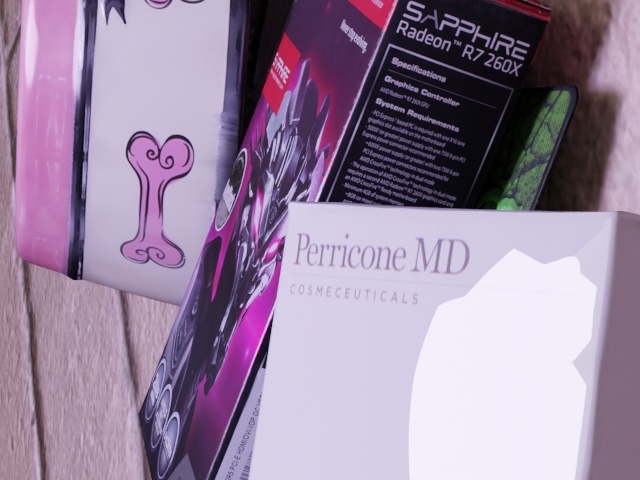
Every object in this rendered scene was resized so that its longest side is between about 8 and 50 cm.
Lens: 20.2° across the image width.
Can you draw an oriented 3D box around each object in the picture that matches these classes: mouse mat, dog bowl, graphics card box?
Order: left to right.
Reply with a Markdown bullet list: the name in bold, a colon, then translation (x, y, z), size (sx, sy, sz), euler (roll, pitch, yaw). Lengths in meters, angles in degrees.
- **dog bowl**: translation (-0.144, -0.151, 1.335), size (0.408, 0.150, 0.407), euler (-178, 90, -82)
- **graphics card box**: translation (0.000, 0.000, 1.071), size (0.233, 0.094, 0.370), euler (-120, 48, -69)
- **mouse mat**: translation (0.082, -0.015, 1.007), size (0.152, 0.007, 0.190), euler (-69, 15, -3)

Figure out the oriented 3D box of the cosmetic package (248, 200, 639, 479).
- **cosmetic package**: translation (0.075, 0.181, 0.768), size (0.217, 0.156, 0.384), euler (0, 82, 52)

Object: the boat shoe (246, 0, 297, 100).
- **boat shoe**: translation (0.007, -0.234, 1.210), size (0.108, 0.102, 0.301), euler (-159, 80, -67)
